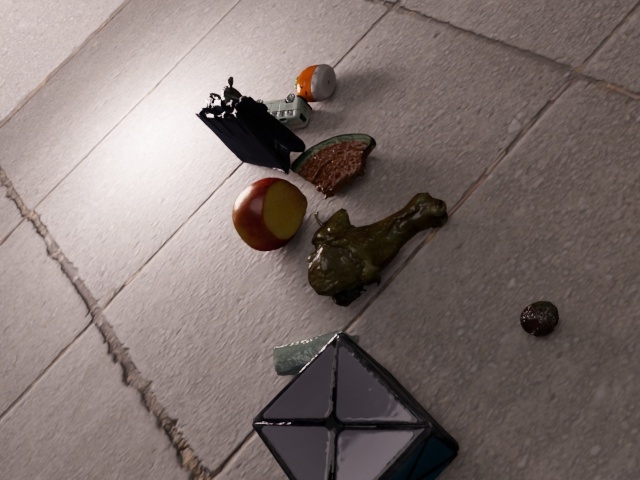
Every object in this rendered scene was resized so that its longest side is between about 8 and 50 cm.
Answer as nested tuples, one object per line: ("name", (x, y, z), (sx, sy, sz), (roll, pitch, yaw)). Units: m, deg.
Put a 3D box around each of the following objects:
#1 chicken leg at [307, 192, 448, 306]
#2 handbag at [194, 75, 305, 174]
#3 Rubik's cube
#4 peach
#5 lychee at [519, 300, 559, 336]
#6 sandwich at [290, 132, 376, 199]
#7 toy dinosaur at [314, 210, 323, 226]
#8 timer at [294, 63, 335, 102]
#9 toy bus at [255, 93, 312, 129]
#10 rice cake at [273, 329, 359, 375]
("chicken leg", (0.110, -0.007, 1.351), (0.361, 0.140, 0.211), (-41, 72, -13))
("handbag", (-0.208, -0.318, 1.565), (0.118, 0.269, 0.325), (-55, 34, -10))
("Rubik's cube", (0.069, 0.372, 1.062), (0.259, 0.260, 0.255), (-48, 51, -2))
("peach", (-0.129, -0.070, 1.476), (0.192, 0.190, 0.190), (-27, 53, 11))
("lychee", (0.434, 0.155, 1.123), (0.067, 0.068, 0.083), (43, 66, 9))
("sandwich", (0.050, -0.205, 1.537), (0.235, 0.079, 0.159), (-34, 62, 10))
("toy dinosaur", (0.011, -0.007, 1.459), (0.058, 0.037, 0.180), (-33, 41, 36))
("timer", (-0.026, -0.476, 1.716), (0.136, 0.099, 0.136), (-9, 41, 8))
("toy bus", (-0.128, -0.381, 1.723), (0.193, 0.087, 0.089), (-2, 71, 25))
("rice cake", (-0.015, 0.259, 1.294), (0.206, 0.063, 0.069), (-16, 58, 19))
